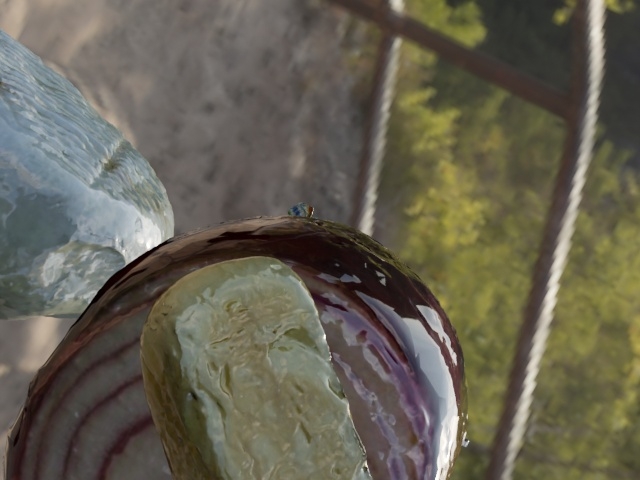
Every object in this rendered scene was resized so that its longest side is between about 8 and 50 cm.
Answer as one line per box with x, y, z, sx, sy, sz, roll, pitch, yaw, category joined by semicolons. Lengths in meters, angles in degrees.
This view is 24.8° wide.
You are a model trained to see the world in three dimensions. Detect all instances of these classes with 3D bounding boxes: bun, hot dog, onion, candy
-0.292;-0.056;1.265;0.194;0.354;0.354;-48;160;10;bun
-0.020;0.126;0.690;0.084;0.073;0.242;-25;98;-31;hot dog
-0.053;0.140;0.980;0.260;0.282;0.336;-45;154;-82;onion
0.001;0.000;1.304;0.083;0.030;0.020;55;37;-23;candy
